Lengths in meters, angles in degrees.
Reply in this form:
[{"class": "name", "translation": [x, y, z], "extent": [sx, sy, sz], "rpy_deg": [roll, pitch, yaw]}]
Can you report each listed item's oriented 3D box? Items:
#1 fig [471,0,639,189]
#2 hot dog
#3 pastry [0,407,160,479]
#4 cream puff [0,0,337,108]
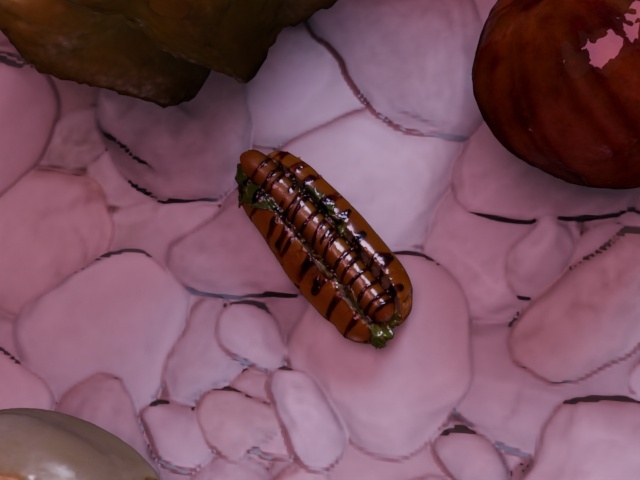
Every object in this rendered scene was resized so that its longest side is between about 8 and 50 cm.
[{"class": "fig", "translation": [0.141, -0.083, 0.615], "extent": [0.128, 0.150, 0.128], "rpy_deg": [-11, 73, 41]}, {"class": "hot dog", "translation": [0.000, 0.000, 0.640], "extent": [0.049, 0.037, 0.122], "rpy_deg": [-40, 72, -9]}, {"class": "pastry", "translation": [-0.140, 0.150, 0.583], "extent": [0.156, 0.092, 0.156], "rpy_deg": [0, 71, 0]}, {"class": "cream puff", "translation": [-0.077, -0.176, 0.623], "extent": [0.196, 0.244, 0.244], "rpy_deg": [25, 74, -20]}]
